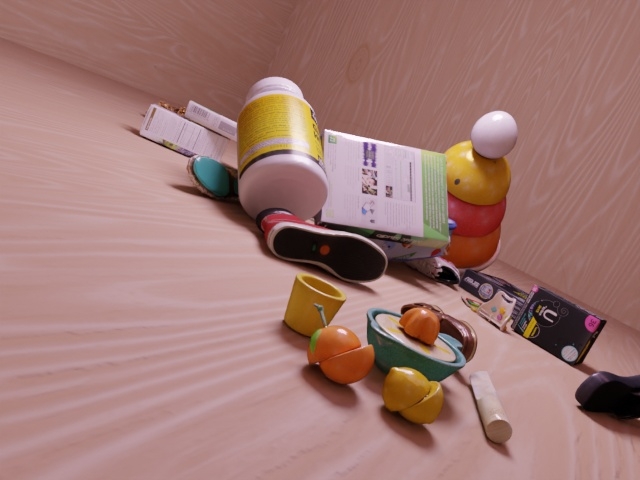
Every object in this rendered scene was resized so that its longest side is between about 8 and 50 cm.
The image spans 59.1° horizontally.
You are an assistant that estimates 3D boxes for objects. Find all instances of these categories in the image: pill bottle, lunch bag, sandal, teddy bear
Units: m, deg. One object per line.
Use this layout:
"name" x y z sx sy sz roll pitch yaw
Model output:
"pill bottle" -0.092 -0.210 1.259 0.187 0.188 0.334 20 43 -29
"lunch bag" 0.176 -0.040 1.466 0.303 0.115 0.243 2 22 -24
"sandal" 0.542 0.280 0.984 0.254 0.097 0.054 8 29 -30
"teddy bear" -0.482 -0.430 2.105 0.337 0.113 0.245 15 5 -14

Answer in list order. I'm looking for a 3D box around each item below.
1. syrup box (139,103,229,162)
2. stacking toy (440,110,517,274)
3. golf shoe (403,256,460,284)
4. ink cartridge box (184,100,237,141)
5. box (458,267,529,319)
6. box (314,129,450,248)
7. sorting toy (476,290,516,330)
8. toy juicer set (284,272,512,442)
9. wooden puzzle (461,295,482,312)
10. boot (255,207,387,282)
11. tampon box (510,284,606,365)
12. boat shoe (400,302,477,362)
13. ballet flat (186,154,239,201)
"syrup box" -0.391 -0.302 1.634 0.236 0.096 0.093 22 8 -16
"stacking toy" 0.418 -0.167 1.608 0.350 0.480 0.351 6 46 -7
"golf shoe" 0.296 0.062 1.524 0.186 0.068 0.086 24 10 -6
"ink cartridge box" -0.283 -0.342 1.697 0.180 0.056 0.224 27 9 7
"box" 0.552 0.177 1.582 0.216 0.060 0.270 16 13 -43
"box" 0.146 -0.116 1.315 0.321 0.233 0.058 8 -20 -16
"sorting toy" 0.415 0.159 1.300 0.044 0.075 0.083 18 13 -33
"toy juicer set" 0.123 0.137 0.667 0.328 0.090 0.209 23 10 -16
"wooden puzzle" 0.387 0.161 1.398 0.078 0.014 0.116 24 10 -11
"boot" 0.000 0.000 1.090 0.244 0.089 0.176 18 11 -21
"tampon box" 0.554 0.196 1.317 0.161 0.121 0.101 32 12 35
"boat shoe" 0.178 0.140 0.878 0.060 0.064 0.178 16 6 -19
"ballet flat" -0.223 -0.127 1.256 0.077 0.091 0.241 -4 -13 33
